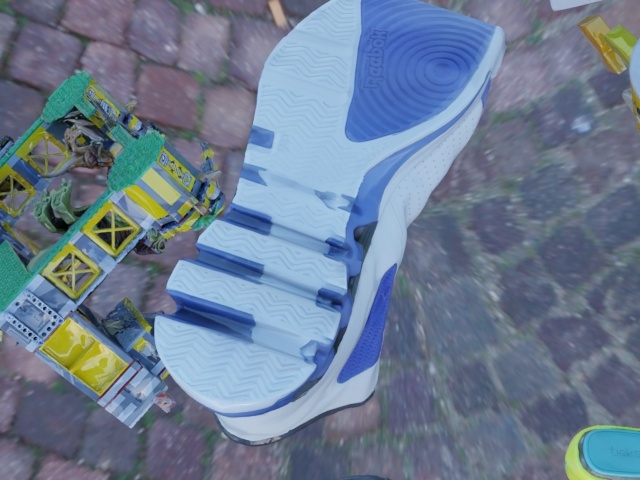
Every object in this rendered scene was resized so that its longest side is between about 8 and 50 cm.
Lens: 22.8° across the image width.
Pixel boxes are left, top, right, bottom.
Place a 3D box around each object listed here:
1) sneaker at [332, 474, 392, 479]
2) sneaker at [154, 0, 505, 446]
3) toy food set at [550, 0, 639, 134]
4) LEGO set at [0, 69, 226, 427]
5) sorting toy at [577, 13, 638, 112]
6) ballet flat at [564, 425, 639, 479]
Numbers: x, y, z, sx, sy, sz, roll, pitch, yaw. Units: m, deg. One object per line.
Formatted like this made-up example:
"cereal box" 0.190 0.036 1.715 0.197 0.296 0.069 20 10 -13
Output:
"sneaker" 0.068 0.239 1.137 0.296 0.147 0.104 4 120 38
"sneaker" 0.000 0.001 1.008 0.127 0.182 0.315 23 64 13
"toy food set" 0.118 -0.152 0.526 0.111 0.104 0.232 -12 63 9
"LEGO set" -0.181 0.010 1.408 0.192 0.331 0.255 43 80 -31
"sorting toy" 0.381 -0.101 1.592 0.041 0.229 0.307 -38 106 -1
"ballet flat" 0.332 0.212 1.449 0.231 0.077 0.077 7 58 -6
